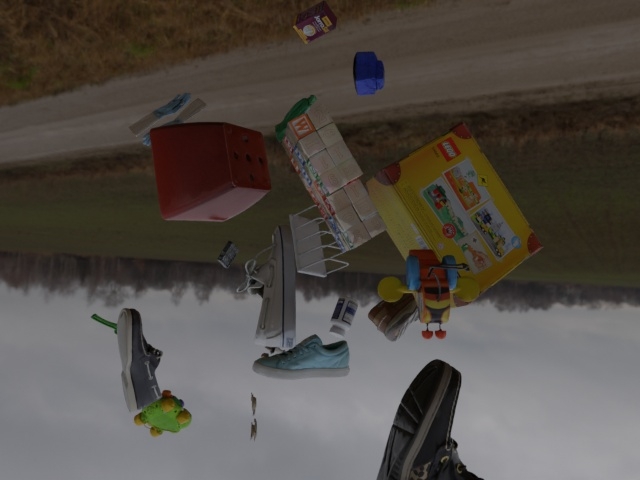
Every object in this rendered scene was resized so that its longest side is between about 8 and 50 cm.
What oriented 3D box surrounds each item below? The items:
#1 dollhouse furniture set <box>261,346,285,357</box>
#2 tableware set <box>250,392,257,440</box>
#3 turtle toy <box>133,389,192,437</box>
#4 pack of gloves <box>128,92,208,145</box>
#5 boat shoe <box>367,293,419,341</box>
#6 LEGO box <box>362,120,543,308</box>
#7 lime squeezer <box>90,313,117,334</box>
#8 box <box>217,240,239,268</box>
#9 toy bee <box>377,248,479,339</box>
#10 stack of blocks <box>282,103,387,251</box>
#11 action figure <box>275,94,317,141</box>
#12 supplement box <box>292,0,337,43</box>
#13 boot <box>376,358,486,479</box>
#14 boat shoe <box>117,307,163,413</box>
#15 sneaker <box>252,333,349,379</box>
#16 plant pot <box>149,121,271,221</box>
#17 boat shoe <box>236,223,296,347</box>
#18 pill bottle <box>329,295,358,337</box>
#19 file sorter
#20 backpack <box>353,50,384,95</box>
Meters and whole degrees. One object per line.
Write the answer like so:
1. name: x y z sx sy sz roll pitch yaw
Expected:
1. dollhouse furniture set: -0.140 0.385 1.836 0.081 0.091 0.114 37 134 -24
2. tableware set: -0.231 0.605 1.763 0.020 0.168 0.141 1 149 -10
3. turtle toy: -0.322 0.364 1.084 0.095 0.130 0.066 -28 -146 10
4. pack of gloves: -0.483 -0.381 1.649 0.195 0.232 0.046 41 165 46
5. boat shoe: 0.250 0.181 1.530 0.116 0.123 0.324 33 -151 22
6. LEGO box: 0.430 -0.079 1.702 0.372 0.500 0.193 -31 178 -23
7. lime squeezer: -0.647 0.345 1.719 0.059 0.310 0.110 -25 -159 -2
8. box: -0.337 0.052 1.884 0.018 0.083 0.067 20 160 25
9. toy bee: 0.210 0.108 1.030 0.195 0.162 0.298 2 -174 23
10. stack of blocks: 0.029 -0.128 1.139 0.087 0.297 0.171 -30 -179 -10
11. action figure: -0.101 -0.529 2.192 0.063 0.137 0.232 28 119 -39
12. supplement box: -0.012 -0.491 1.159 0.083 0.043 0.055 -16 140 31
13. boot: 0.263 0.432 0.936 0.284 0.377 0.138 19 175 -3
14. boat shoe: -0.305 0.200 0.878 0.065 0.206 0.075 -9 -151 -30
15. sneaker: -0.064 0.404 1.822 0.366 0.150 0.135 5 179 -28
16. plant pot: -0.298 -0.211 1.494 0.236 0.267 0.267 -13 174 31
17. boat shoe: -0.145 0.112 1.366 0.157 0.367 0.136 0 148 -4
18. pill bottle: 0.098 0.339 2.262 0.094 0.169 0.094 19 158 8
19. file sorter: 0.000 0.000 2.324 0.173 0.277 0.193 -23 156 34
20. backpack: 0.152 -0.536 1.635 0.101 0.120 0.098 -3 162 2
